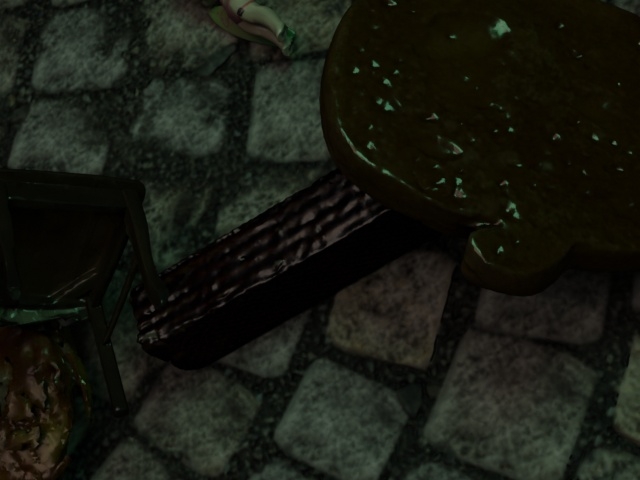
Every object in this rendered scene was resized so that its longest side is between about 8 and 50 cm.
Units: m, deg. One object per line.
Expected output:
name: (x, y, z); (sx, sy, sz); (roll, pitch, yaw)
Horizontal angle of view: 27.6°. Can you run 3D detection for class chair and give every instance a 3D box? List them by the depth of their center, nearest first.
chair: (-0.261, 0.002, 1.230); (0.319, 0.160, 0.186); (-114, 36, -43)

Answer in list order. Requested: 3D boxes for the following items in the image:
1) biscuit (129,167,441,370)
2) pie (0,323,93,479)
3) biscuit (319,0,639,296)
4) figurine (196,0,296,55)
biscuit: (0.000, 0.000, 1.227); (0.388, 0.107, 0.073); (-31, 64, 10)
pie: (-0.356, 0.166, 1.325); (0.308, 0.085, 0.308); (-8, 71, 25)
biscuit: (0.177, -0.089, 1.113); (0.367, 0.063, 0.314); (15, 61, -7)
figurine: (-0.084, -0.259, 1.373); (0.083, 0.083, 0.187); (-48, 56, 1)
